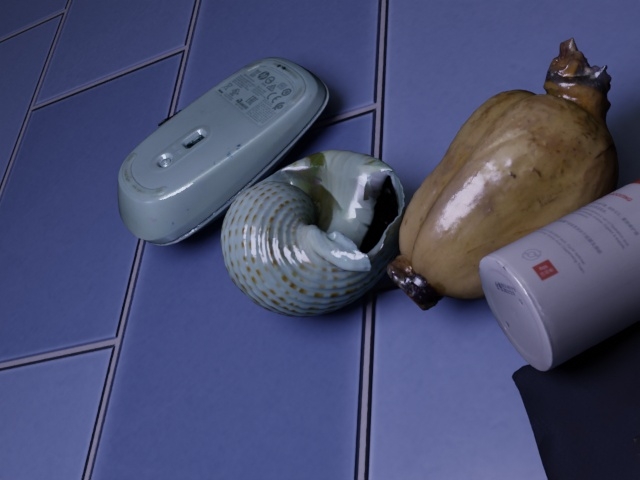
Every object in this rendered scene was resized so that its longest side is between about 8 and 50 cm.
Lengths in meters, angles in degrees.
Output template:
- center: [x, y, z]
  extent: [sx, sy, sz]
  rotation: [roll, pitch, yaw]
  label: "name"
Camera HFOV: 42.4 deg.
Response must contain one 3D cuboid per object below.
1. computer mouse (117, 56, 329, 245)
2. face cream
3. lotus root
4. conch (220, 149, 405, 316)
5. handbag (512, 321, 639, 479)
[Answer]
- center: [-0.115, -0.102, 0.991]
  extent: [0.288, 0.097, 0.159]
  rotation: [-38, 43, -11]
  label: "computer mouse"
- center: [0.237, 0.009, 0.628]
  extent: [0.214, 0.096, 0.096]
  rotation: [-26, 45, -8]
  label: "face cream"
- center: [0.168, -0.043, 0.726]
  extent: [0.257, 0.140, 0.154]
  rotation: [-47, 16, 7]
  label: "lotus root"
- center: [0.000, 0.007, 0.809]
  extent: [0.172, 0.131, 0.200]
  rotation: [-34, 45, -26]
  label: "conch"
- center: [0.251, 0.144, 0.559]
  extent: [0.211, 0.089, 0.254]
  rotation: [-30, 34, 20]
  label: "handbag"
